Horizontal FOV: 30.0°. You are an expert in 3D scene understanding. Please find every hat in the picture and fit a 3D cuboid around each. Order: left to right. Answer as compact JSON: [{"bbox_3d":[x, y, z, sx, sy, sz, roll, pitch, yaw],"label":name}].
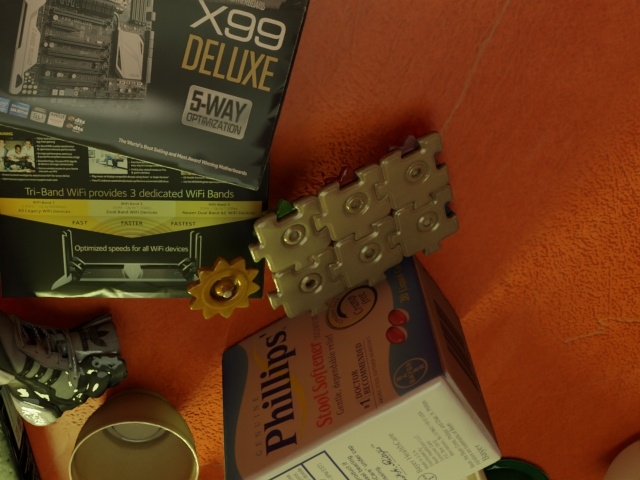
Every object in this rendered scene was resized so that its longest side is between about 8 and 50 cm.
[{"bbox_3d":[0.264,0.422,1.658,0.173,0.183,0.208,4,122,-9],"label":"hat"}]

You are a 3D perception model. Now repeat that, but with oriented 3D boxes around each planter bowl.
[{"bbox_3d":[-0.238,0.260,1.545,0.162,0.109,0.162,-3,123,-4],"label":"planter bowl"}]

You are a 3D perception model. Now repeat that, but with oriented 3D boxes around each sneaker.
[{"bbox_3d":[-0.324,0.124,1.431,0.153,0.101,0.268,-22,148,-1],"label":"sneaker"}]

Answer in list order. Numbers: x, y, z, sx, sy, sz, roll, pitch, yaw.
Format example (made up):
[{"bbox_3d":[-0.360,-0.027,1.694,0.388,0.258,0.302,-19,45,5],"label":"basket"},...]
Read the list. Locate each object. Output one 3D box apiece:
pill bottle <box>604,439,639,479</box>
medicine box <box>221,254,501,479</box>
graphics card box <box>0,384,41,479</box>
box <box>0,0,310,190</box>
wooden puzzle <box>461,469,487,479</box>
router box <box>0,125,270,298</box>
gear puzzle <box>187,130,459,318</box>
[{"bbox_3d":[0.531,0.409,1.693,0.160,0.160,0.283,-36,120,16],"label":"pill bottle"},{"bbox_3d":[0.038,0.194,1.440,0.289,0.263,0.149,-30,120,12],"label":"medicine box"},{"bbox_3d":[-0.494,0.314,1.563,0.233,0.094,0.371,-8,124,-1],"label":"graphics card box"},{"bbox_3d":[-0.180,-0.207,1.213,0.307,0.076,0.242,15,100,-9],"label":"box"},{"bbox_3d":[0.101,0.438,1.640,0.322,0.080,0.348,-21,112,7],"label":"wooden puzzle"},{"bbox_3d":[-0.214,-0.052,1.363,0.309,0.081,0.243,1,123,-7],"label":"router box"},{"bbox_3d":[0.000,0.000,1.382,0.339,0.044,0.175,-27,133,-10],"label":"gear puzzle"}]
